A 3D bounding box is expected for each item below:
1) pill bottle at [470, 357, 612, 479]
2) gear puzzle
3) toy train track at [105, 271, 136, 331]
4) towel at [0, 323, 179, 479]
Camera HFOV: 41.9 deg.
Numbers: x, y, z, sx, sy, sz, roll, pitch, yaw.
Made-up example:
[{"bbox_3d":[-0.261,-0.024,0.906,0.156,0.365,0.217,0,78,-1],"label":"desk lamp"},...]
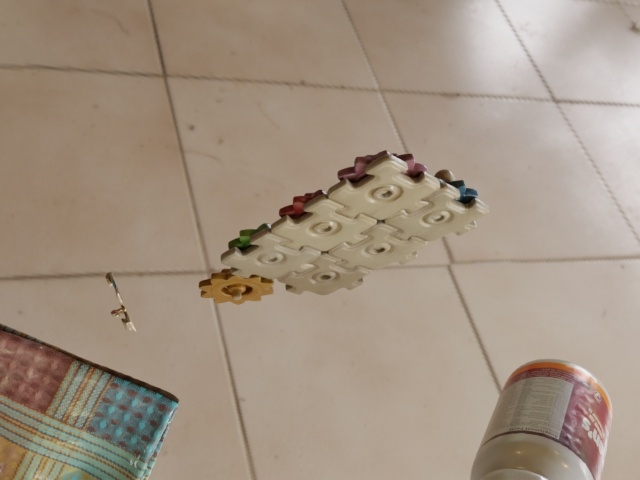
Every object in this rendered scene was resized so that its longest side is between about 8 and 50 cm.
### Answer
[{"bbox_3d":[0.221,0.224,0.845,0.121,0.121,0.221,34,34,7],"label":"pill bottle"},{"bbox_3d":[0.000,0.000,0.880,0.175,0.339,0.044,20,52,-41],"label":"gear puzzle"},{"bbox_3d":[-0.187,0.056,0.764,0.014,0.048,0.083,-23,38,-11],"label":"toy train track"},{"bbox_3d":[-0.315,0.253,0.719,0.271,0.370,0.040,25,4,-11],"label":"towel"}]
